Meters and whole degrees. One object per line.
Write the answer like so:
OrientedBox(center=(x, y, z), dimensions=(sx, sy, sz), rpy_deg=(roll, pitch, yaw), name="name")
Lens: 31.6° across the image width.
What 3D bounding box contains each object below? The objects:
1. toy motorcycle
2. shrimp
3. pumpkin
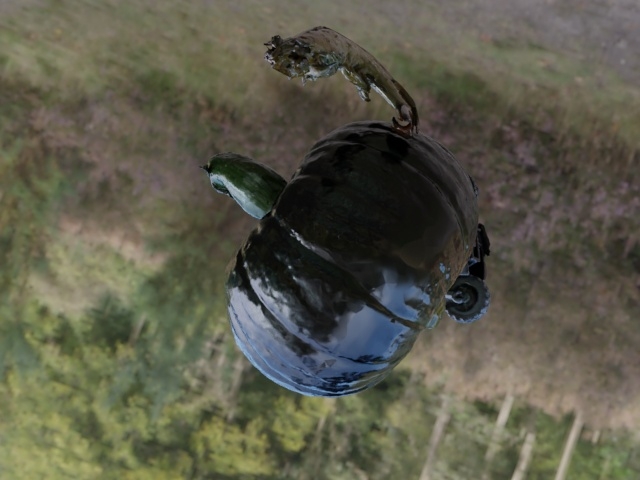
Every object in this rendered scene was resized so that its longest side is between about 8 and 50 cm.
OrientedBox(center=(0.211, 0.017, 1.958), dimensions=(0.159, 0.270, 0.106), rpy_deg=(-15, 160, 30), name="toy motorcycle")
OrientedBox(center=(0.022, -0.119, 0.875), dimensions=(0.124, 0.034, 0.178), rpy_deg=(44, -159, 7), name="shrimp")
OrientedBox(center=(0.000, 0.000, 0.963), dimensions=(0.248, 0.248, 0.248), rpy_deg=(20, 173, 2), name="pumpkin")
